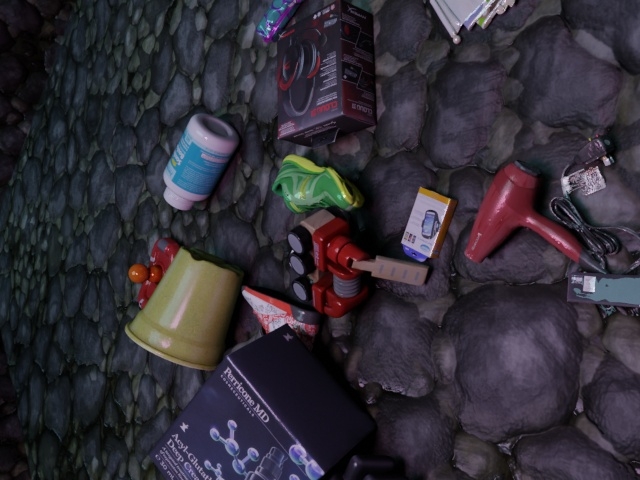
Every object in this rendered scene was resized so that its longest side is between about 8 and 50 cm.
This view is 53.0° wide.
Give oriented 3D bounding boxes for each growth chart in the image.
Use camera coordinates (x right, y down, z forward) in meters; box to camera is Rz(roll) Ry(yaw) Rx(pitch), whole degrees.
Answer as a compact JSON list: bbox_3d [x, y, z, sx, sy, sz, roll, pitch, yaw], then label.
[{"bbox_3d":[0.309,-0.483,1.201,0.237,0.021,0.171,-37,60,39],"label":"growth chart"}]

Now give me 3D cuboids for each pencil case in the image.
[{"bbox_3d":[-0.102,-0.579,1.633,0.151,0.065,0.070,-48,37,34],"label":"pencil case"}]

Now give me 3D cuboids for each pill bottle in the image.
[{"bbox_3d":[-0.345,-0.212,1.794,0.264,0.146,0.146,-55,49,27],"label":"pill bottle"}]

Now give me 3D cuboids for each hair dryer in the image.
[{"bbox_3d":[0.355,-0.030,1.051,0.294,0.080,0.223,-22,70,45],"label":"hair dryer"}]

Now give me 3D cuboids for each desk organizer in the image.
[{"bbox_3d":[0.444,0.074,0.960,0.130,0.050,0.047,2,86,48],"label":"desk organizer"}]

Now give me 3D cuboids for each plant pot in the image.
[{"bbox_3d":[-0.327,0.162,1.672,0.276,0.276,0.253,26,93,46],"label":"plant pot"}]

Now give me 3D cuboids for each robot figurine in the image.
[{"bbox_3d":[0.069,0.547,1.221,0.174,0.209,0.278,22,104,11],"label":"robot figurine"}]

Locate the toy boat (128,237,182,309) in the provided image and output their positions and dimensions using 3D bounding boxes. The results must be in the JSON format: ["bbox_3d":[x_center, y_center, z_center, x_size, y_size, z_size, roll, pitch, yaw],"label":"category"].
[{"bbox_3d":[-0.503,0.104,1.925,0.151,0.151,0.230,29,107,46],"label":"toy boat"}]

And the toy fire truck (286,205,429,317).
[{"bbox_3d":[0.073,0.067,1.300,0.246,0.159,0.217,36,145,35],"label":"toy fire truck"}]

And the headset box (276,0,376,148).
[{"bbox_3d":[0.009,-0.353,1.448,0.218,0.110,0.292,-9,78,46],"label":"headset box"}]

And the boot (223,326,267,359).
[{"bbox_3d":[-0.151,0.344,1.567,0.161,0.084,0.246,-33,63,34],"label":"boot"}]

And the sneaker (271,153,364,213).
[{"bbox_3d":[-0.009,-0.104,1.427,0.123,0.109,0.296,-57,36,-4],"label":"sneaker"}]

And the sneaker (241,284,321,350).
[{"bbox_3d":[-0.114,0.201,1.530,0.270,0.090,0.144,17,96,45],"label":"sneaker"}]

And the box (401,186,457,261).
[{"bbox_3d":[0.209,-0.028,1.251,0.081,0.028,0.136,31,110,45],"label":"box"}]

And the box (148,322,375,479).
[{"bbox_3d":[-0.134,0.429,1.371,0.293,0.212,0.395,47,121,15],"label":"box"}]

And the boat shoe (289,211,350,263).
[{"bbox_3d":[0.000,0.000,1.452,0.066,0.063,0.184,44,118,15],"label":"boat shoe"}]
